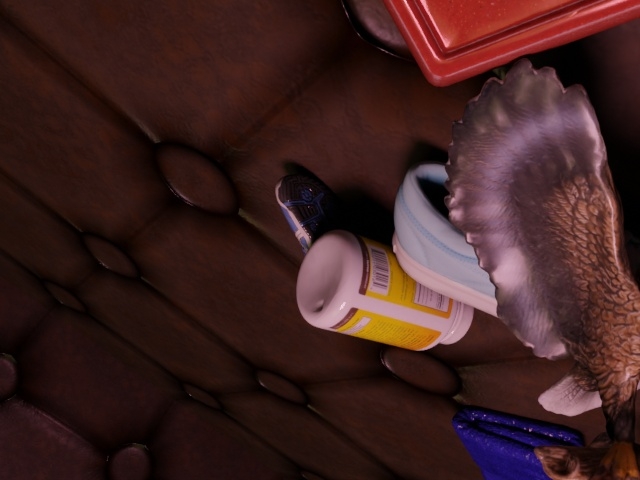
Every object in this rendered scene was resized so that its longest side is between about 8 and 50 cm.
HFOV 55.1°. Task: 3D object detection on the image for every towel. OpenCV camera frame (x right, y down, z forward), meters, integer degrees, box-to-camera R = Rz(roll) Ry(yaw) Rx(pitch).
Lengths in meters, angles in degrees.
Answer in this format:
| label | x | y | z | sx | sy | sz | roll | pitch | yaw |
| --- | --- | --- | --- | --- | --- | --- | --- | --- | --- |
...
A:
| label | x | y | z | sx | sy | sz | roll | pitch | yaw |
| --- | --- | --- | --- | --- | --- | --- | --- | --- | --- |
| towel | 0.375 | 0.419 | 1.093 | 0.227 | 0.076 | 0.308 | 2 | 138 | 37 |

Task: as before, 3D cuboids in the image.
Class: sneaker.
| label | x | y | z | sx | sy | sz | roll | pitch | yaw |
| --- | --- | --- | --- | --- | --- | --- | --- | --- | --- |
| sneaker | 0.232 | 0.015 | 0.588 | 0.365 | 0.135 | 0.150 | 15 | 149 | 22 |
| sneaker | 0.000 | 0.000 | 0.814 | 0.081 | 0.080 | 0.211 | -6 | 132 | 43 |

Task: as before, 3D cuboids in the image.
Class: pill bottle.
| label | x | y | z | sx | sy | sz | roll | pitch | yaw |
| --- | --- | --- | --- | --- | --- | --- | --- | --- | --- |
| pill bottle | 0.086 | 0.068 | 0.755 | 0.214 | 0.117 | 0.117 | 19 | 158 | -32 |

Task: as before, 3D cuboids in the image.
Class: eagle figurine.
| label | x | y | z | sx | sy | sz | roll | pitch | yaw |
| --- | --- | --- | --- | --- | --- | --- | --- | --- | --- |
| eagle figurine | 0.232 | 0.029 | 0.446 | 0.225 | 0.299 | 0.226 | -14 | 170 | 41 |

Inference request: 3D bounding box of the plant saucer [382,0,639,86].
| label | x | y | z | sx | sy | sz | roll | pitch | yaw |
| --- | --- | --- | --- | --- | --- | --- | --- | --- | --- |
| plant saucer | 0.106 | -0.209 | 0.316 | 0.259 | 0.048 | 0.258 | -11 | 129 | 40 |
